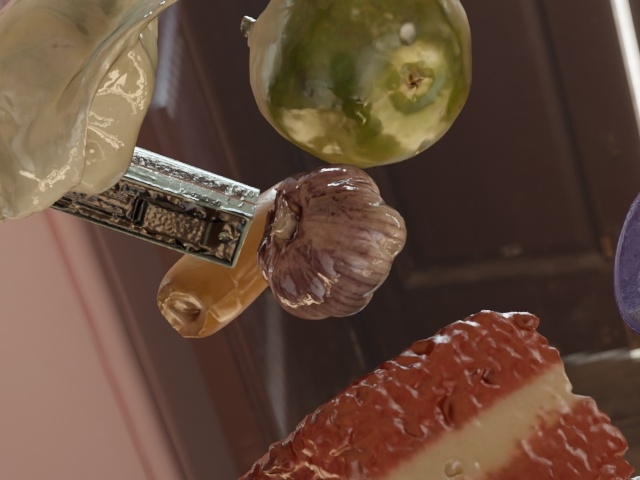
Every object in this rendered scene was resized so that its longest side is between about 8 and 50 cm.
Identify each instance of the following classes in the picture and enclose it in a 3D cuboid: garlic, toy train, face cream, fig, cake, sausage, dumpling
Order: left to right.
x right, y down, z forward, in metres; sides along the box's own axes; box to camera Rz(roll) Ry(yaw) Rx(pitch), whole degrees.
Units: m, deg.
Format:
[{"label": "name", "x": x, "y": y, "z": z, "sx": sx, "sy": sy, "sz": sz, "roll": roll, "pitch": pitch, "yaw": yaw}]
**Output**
[{"label": "dumpling", "x": -0.181, "y": -0.093, "z": 1.065, "sx": 0.250, "sy": 0.132, "sz": 0.162, "roll": -35, "pitch": 31, "yaw": 39}, {"label": "toy train", "x": -0.274, "y": -0.083, "z": 1.810, "sx": 0.406, "sy": 0.086, "sz": 0.088, "roll": 19, "pitch": 39, "yaw": -4}, {"label": "sausage", "x": -0.089, "y": 0.003, "z": 2.240, "sx": 0.354, "sy": 0.116, "sz": 0.134, "roll": -44, "pitch": -9, "yaw": -37}, {"label": "garlic", "x": 0.000, "y": 0.000, "z": 1.431, "sx": 0.102, "sy": 0.147, "sz": 0.159, "roll": 11, "pitch": 5, "yaw": -36}, {"label": "fig", "x": 0.038, "y": -0.194, "z": 1.691, "sx": 0.233, "sy": 0.233, "sz": 0.314, "roll": -21, "pitch": 10, "yaw": -6}, {"label": "cake", "x": 0.118, "y": 0.270, "z": 1.418, "sx": 0.270, "sy": 0.320, "sz": 0.269, "roll": -28, "pitch": -13, "yaw": -38}, {"label": "face cream", "x": 0.430, "y": 0.021, "z": 1.764, "sx": 0.111, "sy": 0.206, "sz": 0.206, "roll": 14, "pitch": 14, "yaw": -23}]
